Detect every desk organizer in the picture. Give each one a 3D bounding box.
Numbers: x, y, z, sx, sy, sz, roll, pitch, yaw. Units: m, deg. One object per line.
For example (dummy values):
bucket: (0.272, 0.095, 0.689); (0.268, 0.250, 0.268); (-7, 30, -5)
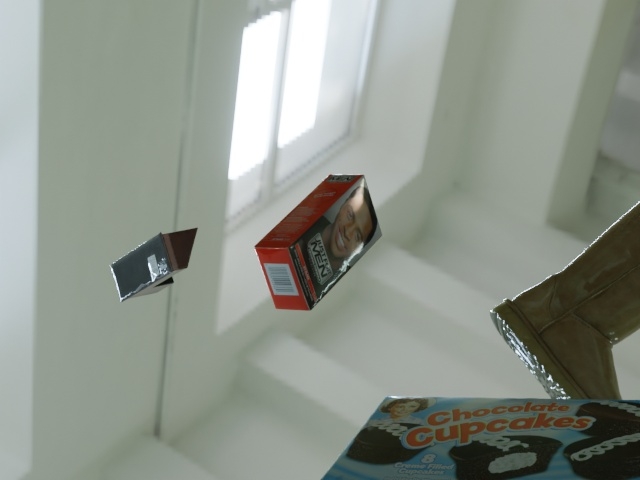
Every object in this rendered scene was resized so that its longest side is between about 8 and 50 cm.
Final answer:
desk organizer: (-0.183, 0.027, 1.695); (0.050, 0.130, 0.047); (-12, -100, -36)

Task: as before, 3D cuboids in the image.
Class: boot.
boot: (0.350, 0.079, 1.615); (0.269, 0.089, 0.236); (-33, -115, -5)

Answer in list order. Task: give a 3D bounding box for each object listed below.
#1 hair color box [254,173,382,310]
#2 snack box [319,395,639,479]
hair color box: (0.000, 0.000, 1.426); (0.043, 0.072, 0.141); (1, -148, 35)
snack box: (0.182, 0.214, 1.434); (0.321, 0.060, 0.187); (-2, -161, 24)
